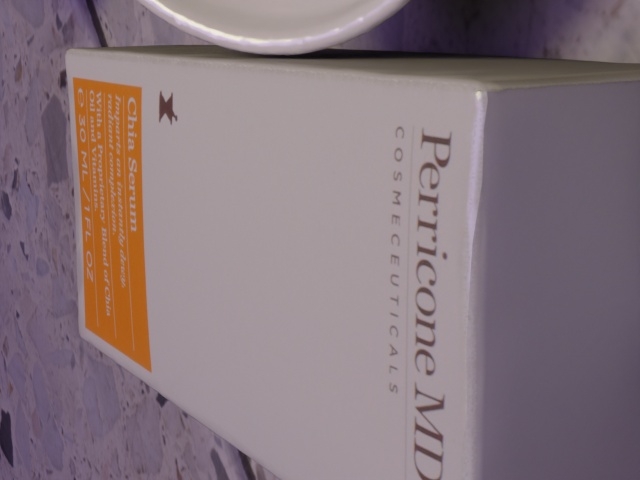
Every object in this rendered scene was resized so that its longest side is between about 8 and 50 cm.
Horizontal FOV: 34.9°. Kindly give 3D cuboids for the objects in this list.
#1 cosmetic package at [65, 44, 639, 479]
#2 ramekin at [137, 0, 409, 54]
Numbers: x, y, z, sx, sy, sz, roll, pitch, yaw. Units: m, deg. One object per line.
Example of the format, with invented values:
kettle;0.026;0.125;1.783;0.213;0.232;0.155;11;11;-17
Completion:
cosmetic package;0.000;0.000;0.624;0.453;0.161;0.230;17;111;54
ramekin;-0.013;-0.249;0.532;0.277;0.135;0.277;16;123;26
